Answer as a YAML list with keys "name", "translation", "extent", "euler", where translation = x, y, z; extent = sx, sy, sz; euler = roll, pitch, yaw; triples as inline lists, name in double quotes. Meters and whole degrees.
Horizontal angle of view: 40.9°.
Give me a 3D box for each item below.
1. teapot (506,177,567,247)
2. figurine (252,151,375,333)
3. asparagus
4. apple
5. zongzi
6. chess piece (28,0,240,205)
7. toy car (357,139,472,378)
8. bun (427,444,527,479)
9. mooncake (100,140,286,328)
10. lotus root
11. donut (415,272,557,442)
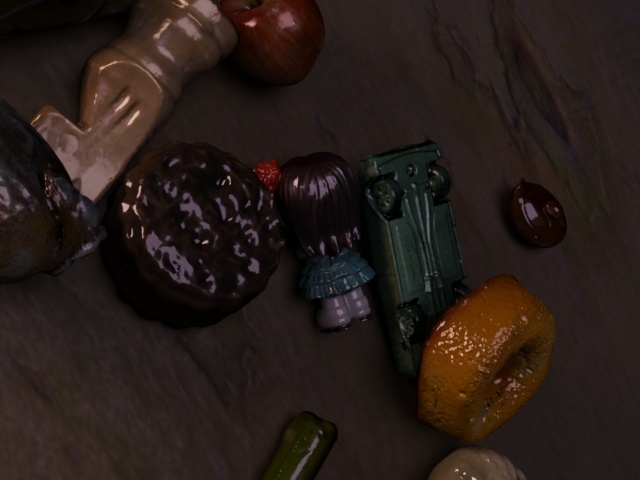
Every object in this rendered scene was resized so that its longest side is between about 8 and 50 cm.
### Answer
- name: "teapot"
  translation: [0.356, -0.047, 1.398]
  extent: [0.129, 0.078, 0.098]
  euler: [46, 59, -14]
- name: "figurine"
  translation: [0.000, 0.000, 1.156]
  extent: [0.137, 0.110, 0.246]
  euler: [-17, 96, -30]
- name: "asparagus"
  translation: [-0.066, 0.338, 1.062]
  extent: [0.278, 0.060, 0.067]
  euler: [-55, 127, -29]
- name: "apple"
  translation: [-0.065, -0.282, 1.162]
  extent: [0.131, 0.146, 0.146]
  euler: [44, 56, -47]
- name: "zongzi"
  translation: [-0.359, -0.285, 1.019]
  extent: [0.250, 0.274, 0.125]
  euler: [-23, 80, 5]
- name: "chess piece"
  translation: [-0.237, -0.176, 1.050]
  extent: [0.137, 0.137, 0.301]
  euler: [39, 75, -18]
- name: "toy car"
  translation: [0.131, 0.026, 1.226]
  extent: [0.141, 0.097, 0.321]
  euler: [-18, 99, -35]
- name: "bun"
  translation: [0.236, 0.397, 1.176]
  extent: [0.229, 0.145, 0.230]
  euler: [11, 70, -33]
- name: "mooncake"
  translation: [-0.151, -0.010, 1.054]
  extent: [0.228, 0.124, 0.228]
  euler: [9, 73, -29]
- name: "lotus root"
  translation: [-0.391, -0.086, 0.902]
  extent: [0.349, 0.175, 0.175]
  euler: [46, 59, -8]
- name: "donut"
  translation: [0.229, 0.168, 1.200]
  extent: [0.253, 0.254, 0.118]
  euler: [-29, 50, -33]
